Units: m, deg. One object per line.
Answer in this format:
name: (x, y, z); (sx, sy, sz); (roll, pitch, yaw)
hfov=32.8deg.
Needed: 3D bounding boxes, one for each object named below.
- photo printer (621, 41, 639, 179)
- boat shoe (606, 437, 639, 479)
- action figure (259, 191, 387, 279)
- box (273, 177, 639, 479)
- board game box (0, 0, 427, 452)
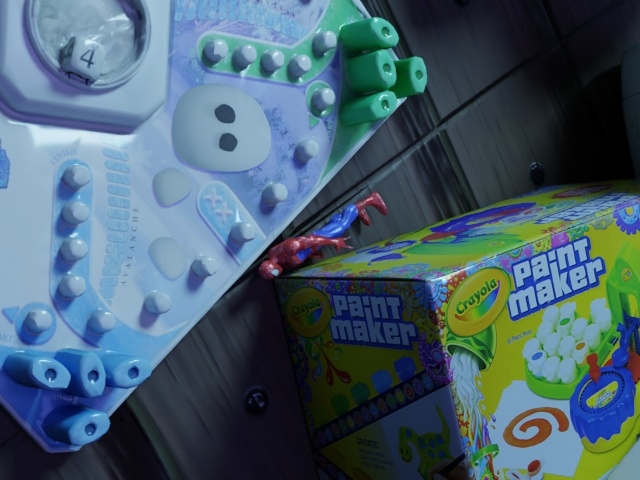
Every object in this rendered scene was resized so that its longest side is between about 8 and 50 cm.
photo printer: (0.337, -0.066, 0.869); (0.107, 0.307, 0.256); (-13, 89, -1)
boat shoe: (0.241, 0.150, 0.719); (0.063, 0.066, 0.184); (51, 53, -21)
action figure: (0.000, 0.000, 0.774); (0.115, 0.038, 0.030); (-27, 91, -37)
box: (0.157, 0.120, 0.800); (0.289, 0.177, 0.279); (-17, 99, -34)
board game box: (-0.141, -0.135, 0.673); (0.390, 0.050, 0.390); (-48, 114, -26)
